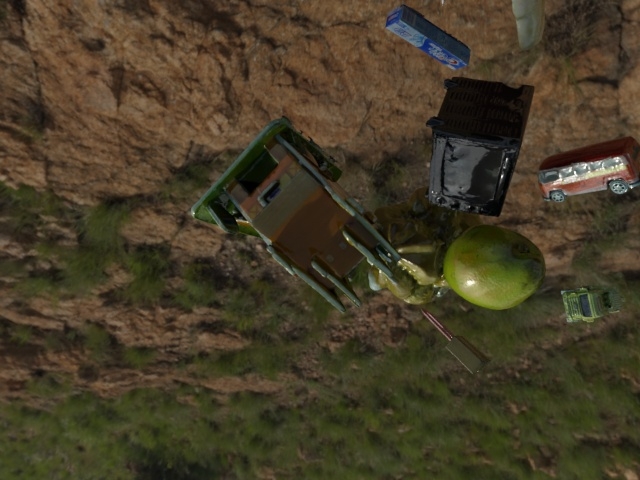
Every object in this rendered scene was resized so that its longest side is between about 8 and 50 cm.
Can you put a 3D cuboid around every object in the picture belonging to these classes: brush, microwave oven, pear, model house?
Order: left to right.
[{"bbox_3d":[0.000,0.000,0.866,0.242,0.313,0.358,-43,159,9],"label":"model house"},{"bbox_3d":[0.371,0.276,1.309,0.047,0.233,0.103,-53,149,11],"label":"brush"},{"bbox_3d":[0.326,-0.189,0.971,0.178,0.188,0.247,17,153,20],"label":"microwave oven"},{"bbox_3d":[0.365,0.051,0.962,0.187,0.187,0.220,23,168,-10],"label":"pear"}]

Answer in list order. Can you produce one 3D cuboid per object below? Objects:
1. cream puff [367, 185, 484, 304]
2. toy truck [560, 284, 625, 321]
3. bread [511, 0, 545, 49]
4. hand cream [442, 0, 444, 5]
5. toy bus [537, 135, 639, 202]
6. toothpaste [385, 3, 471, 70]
[{"bbox_3d":[0.279,-0.001,1.287,0.378,0.378,0.275,-20,143,28],"label":"cream puff"},{"bbox_3d":[0.713,0.157,1.175,0.191,0.085,0.116,-1,170,-39],"label":"toy truck"},{"bbox_3d":[0.406,-0.537,0.893,0.054,0.316,0.316,0,134,30],"label":"bread"},{"bbox_3d":[0.295,-0.617,1.042,0.053,0.084,0.142,26,175,23],"label":"hand cream"},{"bbox_3d":[0.724,-0.192,1.248,0.265,0.121,0.120,-9,124,53],"label":"toy bus"},{"bbox_3d":[0.303,-0.555,1.265,0.272,0.053,0.066,15,174,-32],"label":"toothpaste"}]
